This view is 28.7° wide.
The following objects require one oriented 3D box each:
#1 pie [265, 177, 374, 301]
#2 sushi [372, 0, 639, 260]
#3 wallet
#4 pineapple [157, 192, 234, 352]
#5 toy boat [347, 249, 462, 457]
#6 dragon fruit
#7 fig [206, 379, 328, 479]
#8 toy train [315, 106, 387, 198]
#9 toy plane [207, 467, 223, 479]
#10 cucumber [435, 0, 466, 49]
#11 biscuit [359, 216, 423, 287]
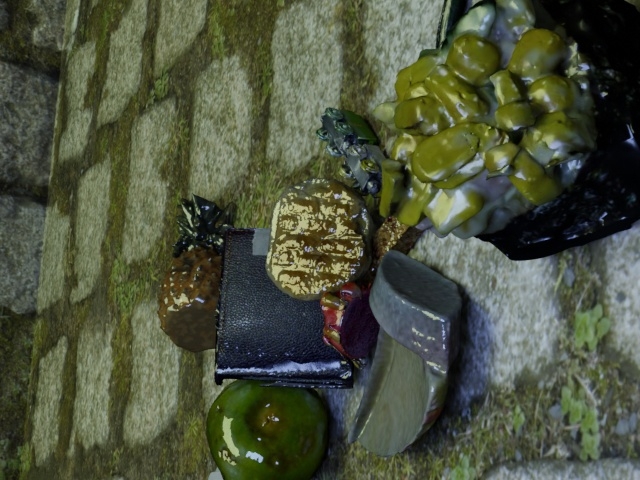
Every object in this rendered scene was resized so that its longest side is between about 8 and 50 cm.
[{"bbox_3d":[0.000,0.000,1.917,0.195,0.046,0.195,-6,76,24],"label":"pie"},{"bbox_3d":[0.219,-0.152,1.459,0.328,0.285,0.329,-26,57,58],"label":"sushi"},{"bbox_3d":[-0.051,0.105,1.962,0.071,0.220,0.262,80,-169,-67],"label":"wallet"},{"bbox_3d":[-0.231,0.045,2.416,0.169,0.169,0.341,-56,28,38],"label":"pineapple"},{"bbox_3d":[0.125,0.169,1.733,0.276,0.111,0.294,-161,74,-72],"label":"toy boat"},{"bbox_3d":[0.042,0.116,1.868,0.068,0.126,0.112,16,61,39],"label":"dragon fruit"},{"bbox_3d":[-0.093,0.329,2.030,0.275,0.206,0.206,106,164,-68],"label":"fig"},{"bbox_3d":[0.059,-0.139,1.987,0.060,0.081,0.202,-63,38,31],"label":"toy train"},{"bbox_3d":[-0.165,0.451,2.146,0.251,0.101,0.255,-16,45,29],"label":"toy plane"},{"bbox_3d":[0.195,-0.336,1.838,0.033,0.036,0.184,-150,74,-72],"label":"cucumber"},{"bbox_3d":[0.113,-0.006,1.880,0.199,0.034,0.064,-51,39,42],"label":"biscuit"}]
